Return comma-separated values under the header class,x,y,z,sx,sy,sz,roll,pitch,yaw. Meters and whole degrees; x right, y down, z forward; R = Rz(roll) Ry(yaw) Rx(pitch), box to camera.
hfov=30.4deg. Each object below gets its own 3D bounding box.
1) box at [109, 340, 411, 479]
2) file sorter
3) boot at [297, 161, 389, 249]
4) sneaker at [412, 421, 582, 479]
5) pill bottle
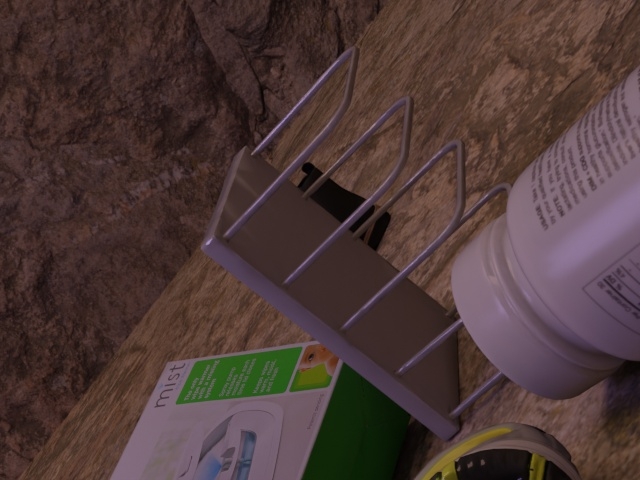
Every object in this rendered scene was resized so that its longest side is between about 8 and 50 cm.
class,x,y,z,sx,sy,sz,roll,pitch,yaw
box,-0.070,0.234,1.062,0.231,0.127,0.262,-10,40,33
file sorter,0.068,-0.005,1.040,0.173,0.278,0.193,-44,16,24
boot,0.000,0.000,1.568,0.077,0.137,0.198,-42,18,43
sneaker,0.045,0.277,0.778,0.384,0.145,0.147,-48,-7,16
pill bottle,0.225,-0.022,0.767,0.283,0.160,0.160,-44,16,37
